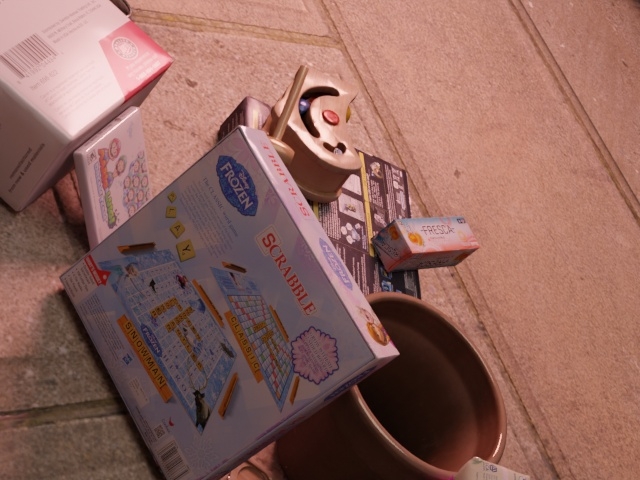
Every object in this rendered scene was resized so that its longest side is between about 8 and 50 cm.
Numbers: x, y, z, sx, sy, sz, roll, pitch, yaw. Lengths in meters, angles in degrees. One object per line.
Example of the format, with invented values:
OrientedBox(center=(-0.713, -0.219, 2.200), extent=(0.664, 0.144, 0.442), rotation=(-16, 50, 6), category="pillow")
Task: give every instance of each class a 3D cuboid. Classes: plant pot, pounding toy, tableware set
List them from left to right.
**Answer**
OrientedBox(center=(-0.080, 0.346, 1.401), extent=(0.141, 0.020, 0.169), rotation=(49, 38, 3), category="tableware set")
OrientedBox(center=(0.005, -0.166, 1.674), extent=(0.154, 0.155, 0.269), rotation=(33, 39, -6), category="pounding toy")
OrientedBox(center=(0.068, 0.231, 1.469), extent=(0.263, 0.229, 0.263), rotation=(24, 43, -25), category="plant pot")

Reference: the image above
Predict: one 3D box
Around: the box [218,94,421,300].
OrientedBox(center=(0.000, 0.000, 1.719), extent=(0.318, 0.097, 0.395), rotation=(24, 43, -28), category="box")

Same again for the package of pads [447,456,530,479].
OrientedBox(center=(0.131, 0.418, 1.307), extent=(0.101, 0.296, 0.229), rotation=(22, 45, -17), category="package of pads")

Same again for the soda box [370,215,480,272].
OrientedBox(center=(0.160, 0.005, 1.745), extent=(0.183, 0.058, 0.063), rotation=(-3, 60, -50), category="soda box")

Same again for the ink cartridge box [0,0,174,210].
OrientedBox(center=(-0.430, -0.269, 1.508), extent=(0.385, 0.160, 0.279), rotation=(43, 38, -4), category="ink cartridge box")

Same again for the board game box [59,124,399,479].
OrientedBox(center=(-0.118, 0.086, 1.356), extent=(0.318, 0.318, 0.066), rotation=(59, 22, 15), category="board game box")

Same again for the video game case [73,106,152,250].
OrientedBox(center=(-0.268, -0.076, 1.514), extent=(0.019, 0.157, 0.143), rotation=(10, 34, 21), category="video game case")

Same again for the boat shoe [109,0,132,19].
OrientedBox(center=(-0.406, -0.412, 1.691), extent=(0.335, 0.119, 0.121), rotation=(41, 39, -7), category="boat shoe")
